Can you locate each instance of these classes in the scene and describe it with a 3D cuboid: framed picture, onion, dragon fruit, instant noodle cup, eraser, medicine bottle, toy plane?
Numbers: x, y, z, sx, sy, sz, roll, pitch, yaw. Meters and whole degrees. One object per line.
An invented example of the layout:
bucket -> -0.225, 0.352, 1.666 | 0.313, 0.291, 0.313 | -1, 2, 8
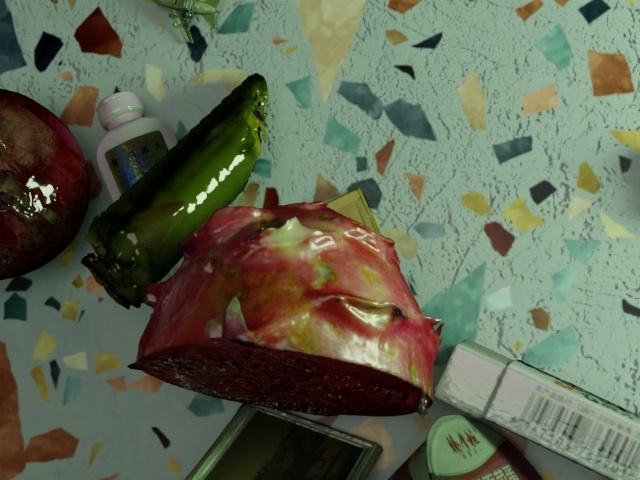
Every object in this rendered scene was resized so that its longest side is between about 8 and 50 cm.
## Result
framed picture -> -0.051, 0.288, 1.435 | 0.197, 0.252, 0.014 | 17, 119, 14
onion -> -0.446, -0.078, 1.558 | 0.276, 0.276, 0.276 | -2, 81, 11
dragon fruit -> -0.032, 0.080, 1.396 | 0.371, 0.386, 0.249 | 2, 71, 13
instant noodle cup -> 0.153, 0.349, 1.375 | 0.178, 0.235, 0.234 | -43, 75, 27
eraser -> 0.286, 0.213, 1.425 | 0.287, 0.130, 0.086 | 25, 91, 13
medicine bottle -> -0.241, -0.098, 1.603 | 0.115, 0.078, 0.219 | -24, 77, -3
toy plane -> -0.192, -0.335, 1.649 | 0.111, 0.040, 0.102 | 15, 96, 12

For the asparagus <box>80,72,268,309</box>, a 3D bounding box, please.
asparagus -> -0.159, -0.078, 1.509 | 0.128, 0.108, 0.382 | 9, 50, 51

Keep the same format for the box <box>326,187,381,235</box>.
box -> 0.000, 0.000, 1.569 | 0.155, 0.023, 0.087 | -25, 75, 7
